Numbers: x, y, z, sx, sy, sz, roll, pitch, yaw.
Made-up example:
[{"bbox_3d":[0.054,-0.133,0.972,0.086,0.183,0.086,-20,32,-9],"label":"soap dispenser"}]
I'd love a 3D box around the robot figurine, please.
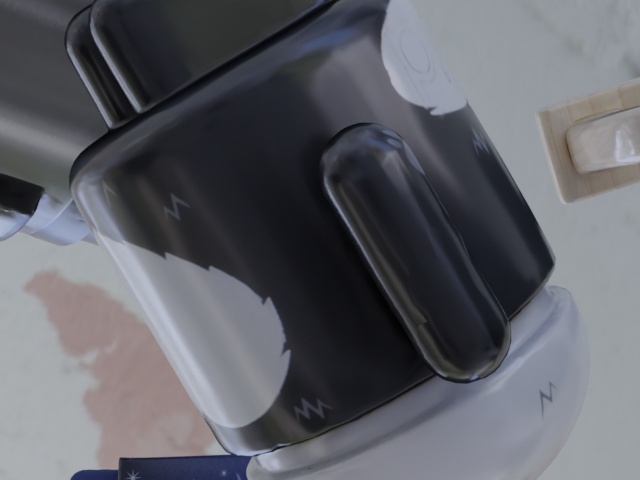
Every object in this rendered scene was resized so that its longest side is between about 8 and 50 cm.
[{"bbox_3d":[-0.001,0.001,0.811,0.173,0.209,0.278,-27,-82,22],"label":"robot figurine"}]

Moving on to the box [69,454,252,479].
[{"bbox_3d":[-0.048,0.199,1.138,0.225,0.136,0.036,-4,-19,7],"label":"box"}]

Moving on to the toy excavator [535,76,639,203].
[{"bbox_3d":[0.345,-0.110,1.260,0.445,0.433,0.222,-14,-86,15],"label":"toy excavator"}]

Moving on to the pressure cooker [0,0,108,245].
[{"bbox_3d":[-0.187,-0.193,1.181,0.420,0.370,0.375,20,-42,-21],"label":"pressure cooker"}]
